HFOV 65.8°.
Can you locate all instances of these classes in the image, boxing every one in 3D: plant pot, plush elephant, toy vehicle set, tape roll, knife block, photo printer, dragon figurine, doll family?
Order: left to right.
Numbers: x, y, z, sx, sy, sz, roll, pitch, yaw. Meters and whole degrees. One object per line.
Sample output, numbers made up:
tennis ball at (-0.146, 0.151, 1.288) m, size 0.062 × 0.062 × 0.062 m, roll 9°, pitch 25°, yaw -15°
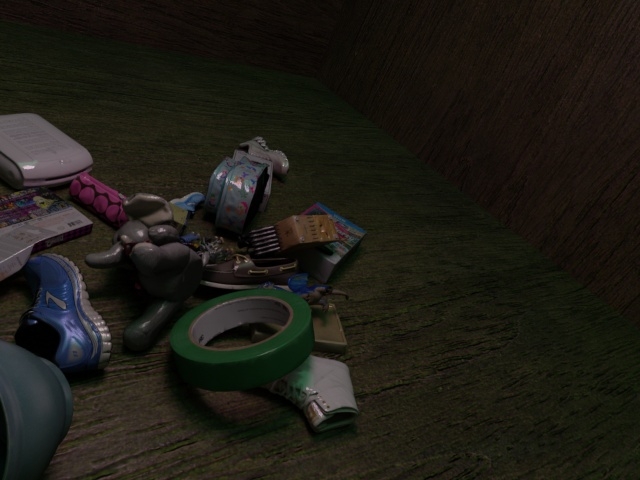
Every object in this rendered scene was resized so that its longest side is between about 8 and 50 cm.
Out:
plant pot at (-0.522, 0.280, 0.767) m, size 0.293 × 0.293 × 0.196 m, roll 32°, pitch 5°, yaw 13°
photo printer at (-0.882, -0.269, 1.510) m, size 0.308 × 0.107 × 0.256 m, roll 33°, pitch 31°, yaw 14°
plush elephant at (-0.428, 0.043, 1.200) m, size 0.256 × 0.271 × 0.330 m, roll 21°, pitch 31°, yaw 14°
doll family at (-0.355, 0.020, 1.450) m, size 0.193 × 0.075 × 0.111 m, roll 5°, pitch 20°, yaw 25°
tape roll at (-0.176, 0.215, 1.134) m, size 0.322 × 0.077 × 0.321 m, roll -7°, pitch 21°, yaw 3°
knife block at (-0.113, -0.001, 1.547) m, size 0.276 × 0.242 × 0.088 m, roll -5°, pitch 77°, yaw -50°
toy vehicle set at (-0.068, 0.227, 1.379) m, size 0.267 × 0.035 × 0.166 m, roll 12°, pitch 32°, yaw -21°
dragon figurine at (-0.046, 0.146, 1.377) m, size 0.144 × 0.085 × 0.289 m, roll 23°, pitch 24°, yaw 38°

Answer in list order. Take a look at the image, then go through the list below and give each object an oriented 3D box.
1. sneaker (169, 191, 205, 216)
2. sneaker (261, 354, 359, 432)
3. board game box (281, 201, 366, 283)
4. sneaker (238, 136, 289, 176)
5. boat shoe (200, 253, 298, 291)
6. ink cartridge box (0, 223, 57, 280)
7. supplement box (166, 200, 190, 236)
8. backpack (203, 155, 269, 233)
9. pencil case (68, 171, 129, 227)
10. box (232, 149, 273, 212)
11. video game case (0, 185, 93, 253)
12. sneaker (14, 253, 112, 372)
sneaker at (-0.437, -0.107, 1.638) m, size 0.073 × 0.063 × 0.162 m, roll 48°, pitch 38°, yaw 6°
sneaker at (-0.044, 0.346, 1.137) m, size 0.293 × 0.108 × 0.169 m, roll 13°, pitch 29°, yaw -21°
board game box at (0.000, 0.000, 1.730) m, size 0.224 × 0.097 × 0.303 m, roll 32°, pitch 30°, yaw 10°
sneaker at (-0.242, -0.348, 2.112) m, size 0.118 × 0.110 × 0.292 m, roll -16°, pitch 40°, yaw -38°
boat shoe at (-0.210, 0.086, 1.406) m, size 0.325 × 0.096 × 0.117 m, roll 7°, pitch 9°, yaw -30°
ink cartridge box at (-0.714, 0.029, 1.135) m, size 0.146 × 0.045 × 0.179 m, roll 10°, pitch 33°, yaw 31°
supplement box at (-0.457, -0.065, 1.527) m, size 0.083 × 0.056 × 0.083 m, roll 27°, pitch 28°, yaw -21°
backpack at (-0.278, -0.150, 1.636) m, size 0.191 × 0.225 × 0.253 m, roll 17°, pitch 29°, yaw -11°
pencil case at (-0.641, -0.125, 1.461) m, size 0.210 × 0.098 × 0.095 m, roll 28°, pitch 47°, yaw 10°
box at (-0.278, -0.233, 1.906) m, size 0.169 × 0.087 × 0.289 m, roll 16°, pitch 30°, yaw -14°
video game case at (-0.773, -0.055, 1.314) m, size 0.210 × 0.041 × 0.232 m, roll 33°, pitch 31°, yaw 14°
sneaker at (-0.574, 0.148, 1.051) m, size 0.147 × 0.129 × 0.330 m, roll -9°, pitch 43°, yaw -47°
